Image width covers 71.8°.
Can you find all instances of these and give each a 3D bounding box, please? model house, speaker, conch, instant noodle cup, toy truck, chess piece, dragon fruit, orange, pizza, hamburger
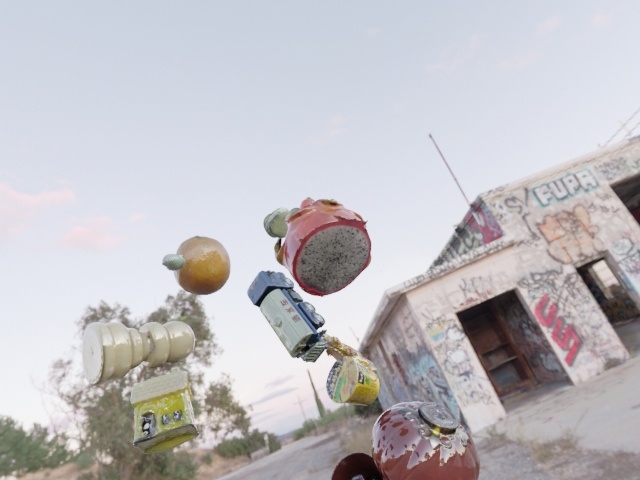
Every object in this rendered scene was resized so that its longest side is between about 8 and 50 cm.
[{"bbox_3d":[-0.533,0.570,1.509,0.193,0.234,0.175,-14,-38,-13],"label":"model house"},{"bbox_3d":[0.172,0.845,1.551,0.198,0.259,0.329,-37,-44,3],"label":"speaker"},{"bbox_3d":[-0.567,0.086,1.711,0.085,0.056,0.076,-12,-67,-11],"label":"conch"},{"bbox_3d":[0.110,0.464,1.438,0.122,0.152,0.151,25,-48,-31],"label":"instant noodle cup"},{"bbox_3d":[-0.063,0.141,0.826,0.088,0.202,0.074,15,-65,-49],"label":"toy truck"},{"bbox_3d":[-0.511,0.304,1.286,0.299,0.167,0.167,1,-33,-49],"label":"chess piece"},{"bbox_3d":[0.000,0.000,1.407,0.305,0.226,0.306,-16,-53,-22],"label":"dragon fruit"},{"bbox_3d":[-0.509,0.104,1.895,0.264,0.264,0.264,-18,-25,-9],"label":"orange"},{"bbox_3d":[0.100,0.484,1.896,0.071,0.296,0.189,-57,0,-22],"label":"pizza"},{"bbox_3d":[-0.167,-0.071,1.855,0.140,0.062,0.133,-39,-53,-8],"label":"hamburger"}]

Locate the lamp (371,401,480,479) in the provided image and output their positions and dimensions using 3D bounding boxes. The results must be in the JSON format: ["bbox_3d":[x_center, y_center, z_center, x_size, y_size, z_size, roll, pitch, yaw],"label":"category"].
[{"bbox_3d":[0.291,0.594,1.244,0.303,0.303,0.257,5,-72,-45],"label":"lamp"}]
